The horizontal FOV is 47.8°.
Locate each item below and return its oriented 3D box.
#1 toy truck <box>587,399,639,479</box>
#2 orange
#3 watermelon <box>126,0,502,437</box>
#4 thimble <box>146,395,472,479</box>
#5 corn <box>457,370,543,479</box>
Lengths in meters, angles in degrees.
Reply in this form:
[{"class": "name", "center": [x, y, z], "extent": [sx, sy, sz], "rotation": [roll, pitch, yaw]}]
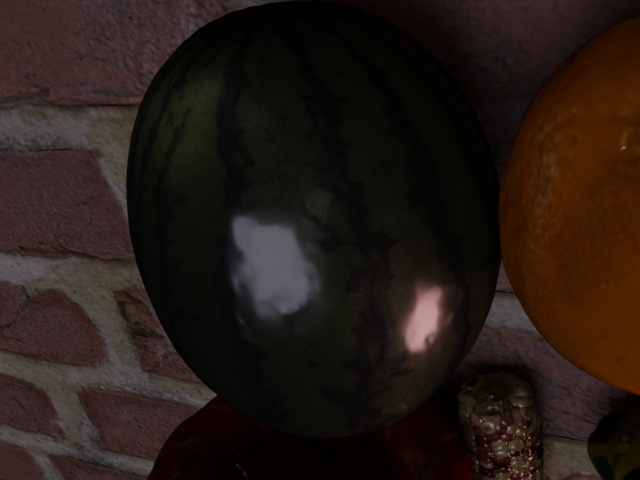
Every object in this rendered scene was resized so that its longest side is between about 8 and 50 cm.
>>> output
[{"class": "toy truck", "center": [0.333, 0.242, 0.681], "extent": [0.224, 0.147, 0.165], "rotation": [54, 152, -14]}, {"class": "orange", "center": [0.241, -0.020, 0.437], "extent": [0.261, 0.261, 0.261], "rotation": [14, 130, 18]}, {"class": "watermelon", "center": [0.000, 0.000, 0.562], "extent": [0.279, 0.279, 0.359], "rotation": [6, 131, 23]}, {"class": "thimble", "center": [-0.004, 0.303, 0.759], "extent": [0.350, 0.350, 0.230], "rotation": [-2, 120, 28]}, {"class": "corn", "center": [0.199, 0.247, 0.780], "extent": [0.086, 0.086, 0.253], "rotation": [3, 126, 25]}]
